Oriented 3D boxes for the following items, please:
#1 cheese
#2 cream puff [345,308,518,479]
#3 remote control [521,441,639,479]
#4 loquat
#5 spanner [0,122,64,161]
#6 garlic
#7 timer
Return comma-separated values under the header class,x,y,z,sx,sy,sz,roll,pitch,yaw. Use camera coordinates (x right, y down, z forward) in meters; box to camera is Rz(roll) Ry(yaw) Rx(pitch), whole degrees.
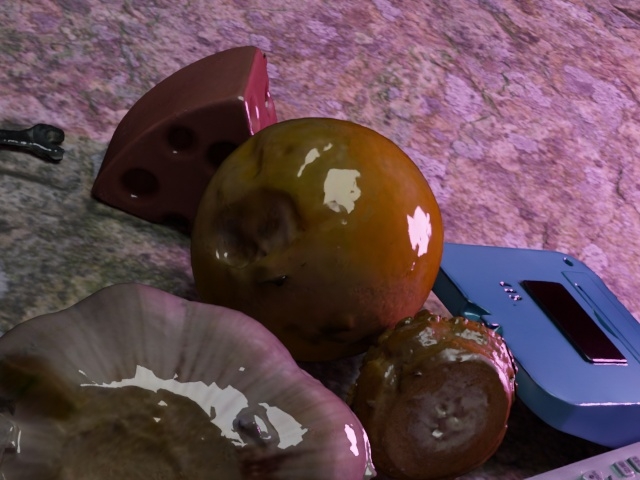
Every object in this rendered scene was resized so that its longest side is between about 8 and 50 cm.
class,x,y,z,sx,sy,sz,roll,pitch,yaw
cheese,-0.134,-0.083,1.927,0.177,0.203,0.128,-3,36,10
cream puff,0.097,0.139,1.732,0.165,0.150,0.115,-22,23,-6
remote control,0.251,0.255,1.770,0.293,0.051,0.103,-9,46,-39
loquat,0.000,0.000,1.790,0.244,0.244,0.244,19,32,-13
spanner,-0.362,-0.105,1.870,0.254,0.015,0.054,3,38,-33
garlic,-0.122,0.183,1.383,0.322,0.322,0.241,16,8,-18
timer,0.221,0.107,1.878,0.250,0.091,0.232,9,35,-46
